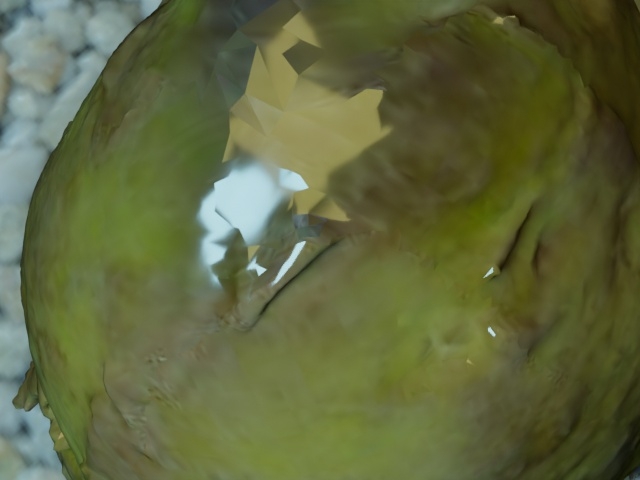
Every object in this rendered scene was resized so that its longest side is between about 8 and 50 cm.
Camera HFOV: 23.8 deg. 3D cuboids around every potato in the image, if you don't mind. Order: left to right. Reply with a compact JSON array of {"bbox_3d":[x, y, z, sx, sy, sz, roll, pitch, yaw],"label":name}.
[{"bbox_3d":[0.000,0.000,0.560,0.301,0.237,0.288,3,77,13],"label":"potato"}]
